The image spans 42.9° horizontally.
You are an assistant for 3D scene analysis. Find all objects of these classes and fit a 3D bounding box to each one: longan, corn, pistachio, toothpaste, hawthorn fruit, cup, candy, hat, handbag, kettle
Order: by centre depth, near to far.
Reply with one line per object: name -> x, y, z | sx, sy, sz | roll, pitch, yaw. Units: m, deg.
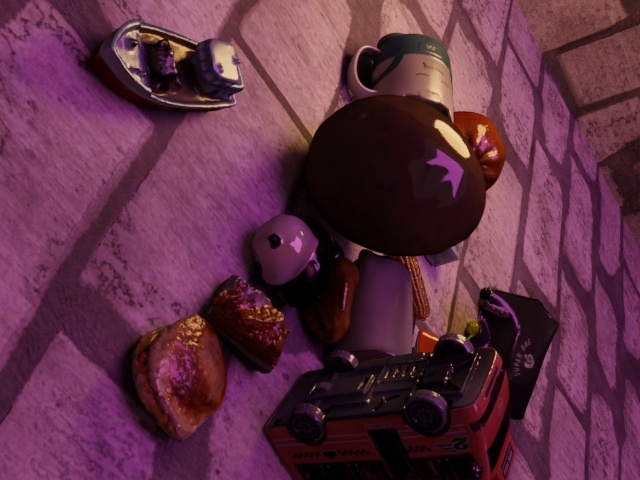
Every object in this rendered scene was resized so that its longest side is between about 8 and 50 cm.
pistachio -> 0.019, 0.115, 1.682 | 0.100, 0.110, 0.189 | 62, 40, -67
hat -> 0.000, 0.000, 1.750 | 0.121, 0.050, 0.121 | 46, -3, 3
longan -> 0.159, -0.138, 1.755 | 0.404, 0.404, 0.336 | 31, 86, -46
kettle -> 0.129, 0.181, 1.784 | 0.240, 0.165, 0.255 | 54, 33, -46
corn -> 0.224, 0.102, 2.032 | 0.068, 0.068, 0.207 | -22, 94, -57
cup -> 0.208, -0.406, 2.123 | 0.289, 0.219, 0.258 | 15, 59, -17
toothpaste -> 0.268, -0.060, 2.152 | 0.313, 0.089, 0.071 | 53, 33, -28
handbag -> 0.494, 0.293, 2.223 | 0.288, 0.152, 0.342 | 29, 79, -34
candy -> 0.404, 0.287, 2.248 | 0.194, 0.062, 0.058 | -41, 155, -46
hawthorn fruit -> 0.381, -0.237, 2.255 | 0.258, 0.262, 0.258 | -13, 118, -24

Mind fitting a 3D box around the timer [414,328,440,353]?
timer -> 0.240, 0.374, 1.794 | 0.257, 0.161, 0.250 | 92, 22, -55

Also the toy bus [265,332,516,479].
toy bus -> 0.133, 0.332, 1.471 | 0.203, 0.426, 0.233 | -49, 120, -52

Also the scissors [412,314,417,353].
scissors -> 0.200, 0.257, 1.841 | 0.248, 0.017, 0.144 | 93, 2, -59

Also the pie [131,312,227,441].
pie -> -0.217, 0.218, 1.309 | 0.205, 0.084, 0.179 | -36, 107, -59

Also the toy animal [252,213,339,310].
toy animal -> -0.056, 0.030, 1.600 | 0.179, 0.138, 0.166 | 43, 23, -27

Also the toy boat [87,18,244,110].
toy boat -> -0.258, -0.309, 1.435 | 0.331, 0.133, 0.145 | -3, 80, -56

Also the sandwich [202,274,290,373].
sandwich -> -0.108, 0.148, 1.440 | 0.185, 0.160, 0.109 | 47, 60, -24
